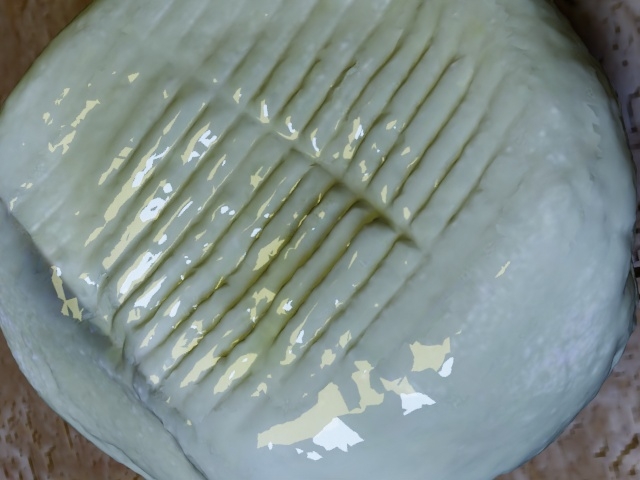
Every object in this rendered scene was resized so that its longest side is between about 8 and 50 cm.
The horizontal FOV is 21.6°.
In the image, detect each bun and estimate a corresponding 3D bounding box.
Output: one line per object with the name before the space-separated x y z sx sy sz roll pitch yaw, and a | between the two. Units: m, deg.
bun | 0.000 0.000 0.575 0.229 0.145 0.229 -9 67 20
